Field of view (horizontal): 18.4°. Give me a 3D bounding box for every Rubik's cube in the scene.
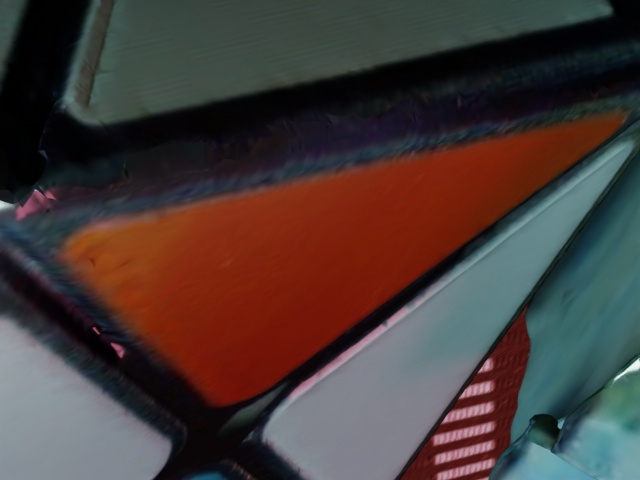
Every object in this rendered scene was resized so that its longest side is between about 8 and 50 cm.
[{"bbox_3d":[-0.092,-0.037,0.559,0.250,0.248,0.246,-16,150,-41],"label":"Rubik's cube"}]

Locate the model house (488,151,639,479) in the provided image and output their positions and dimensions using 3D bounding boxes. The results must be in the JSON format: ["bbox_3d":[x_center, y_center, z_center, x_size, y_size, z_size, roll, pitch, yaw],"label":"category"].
[{"bbox_3d":[0.206,0.002,0.565,0.226,0.241,0.261,-54,-173,33],"label":"model house"}]
